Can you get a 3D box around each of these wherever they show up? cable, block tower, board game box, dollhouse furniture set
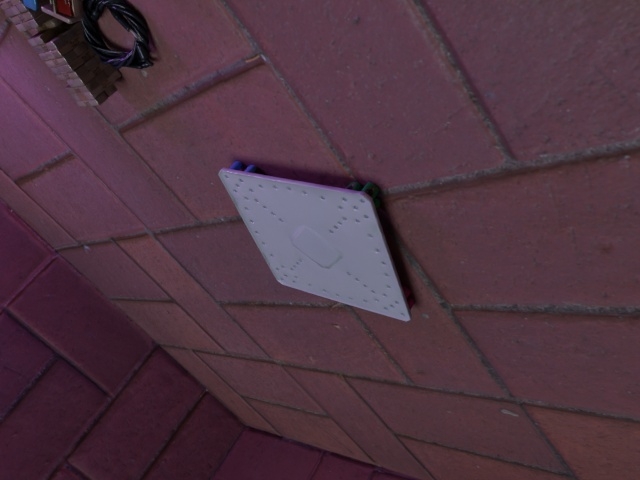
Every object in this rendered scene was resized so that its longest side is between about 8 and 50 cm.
[{"bbox_3d":[-0.413,-0.408,1.180,0.184,0.047,0.151,19,147,28],"label":"cable"},{"bbox_3d":[-0.554,-0.440,1.238,0.097,0.091,0.335,7,139,40],"label":"block tower"},{"bbox_3d":[0.000,0.000,1.336,0.390,0.050,0.390,13,143,34],"label":"board game box"},{"bbox_3d":[-0.481,-0.460,1.058,0.129,0.129,0.184,27,137,15],"label":"dollhouse furniture set"}]
